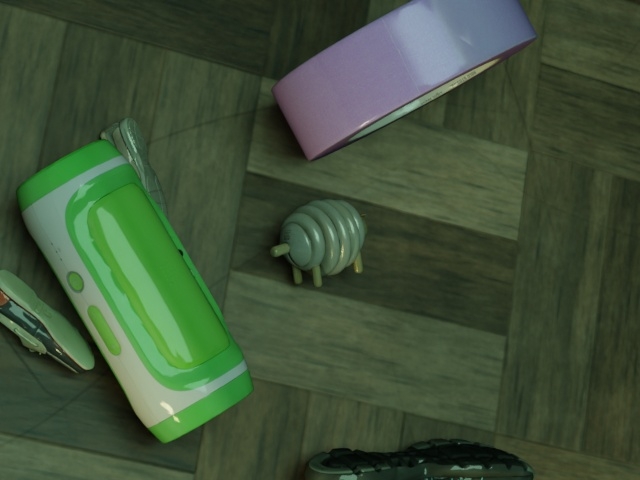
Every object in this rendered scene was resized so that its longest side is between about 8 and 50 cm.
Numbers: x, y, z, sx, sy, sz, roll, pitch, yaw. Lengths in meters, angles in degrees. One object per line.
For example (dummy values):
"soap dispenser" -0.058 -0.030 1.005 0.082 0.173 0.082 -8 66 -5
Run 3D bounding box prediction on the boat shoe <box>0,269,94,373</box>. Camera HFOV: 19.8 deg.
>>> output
"boat shoe" -0.287 0.089 1.853 0.137 0.049 0.043 43 109 -10

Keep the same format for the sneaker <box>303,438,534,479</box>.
"sneaker" 0.102 0.273 1.954 0.267 0.101 0.106 -1 101 -23

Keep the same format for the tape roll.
"tape roll" 0.088 -0.185 1.936 0.275 0.275 0.090 -27 90 -25

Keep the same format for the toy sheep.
"toy sheep" 0.000 0.000 1.965 0.132 0.091 0.091 -20 86 -43

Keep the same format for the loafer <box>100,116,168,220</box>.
"loafer" -0.195 -0.065 1.929 0.039 0.045 0.125 -20 84 18

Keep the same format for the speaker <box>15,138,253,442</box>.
"speaker" -0.187 0.051 1.856 0.131 0.131 0.296 -31 90 -25
